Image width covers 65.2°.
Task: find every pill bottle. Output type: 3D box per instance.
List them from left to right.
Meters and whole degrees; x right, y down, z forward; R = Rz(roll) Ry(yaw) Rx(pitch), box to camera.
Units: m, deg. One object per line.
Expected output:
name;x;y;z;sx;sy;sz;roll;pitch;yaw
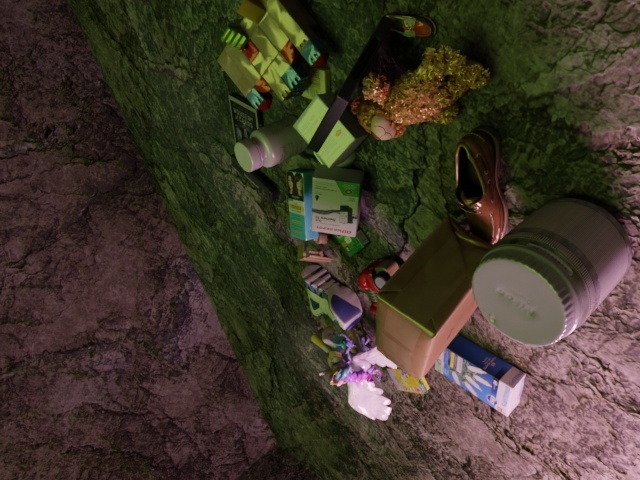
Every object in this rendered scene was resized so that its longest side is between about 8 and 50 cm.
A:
pill bottle;-0.163;-0.317;1.657;0.131;0.229;0.131;37;144;33

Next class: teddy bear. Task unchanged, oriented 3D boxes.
teddy bear;0.211;-0.316;1.123;0.337;0.245;0.113;-14;76;34

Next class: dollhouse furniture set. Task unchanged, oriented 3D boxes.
dollhouse furniture set;0.000;0.000;1.913;0.144;0.123;0.152;-15;70;59

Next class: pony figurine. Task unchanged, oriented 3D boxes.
pony figurine;0.138;0.461;1.857;0.363;0.350;0.303;-113;45;-72

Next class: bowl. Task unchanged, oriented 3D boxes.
bowl;0.035;-0.278;1.578;0.142;0.053;0.142;54;149;6

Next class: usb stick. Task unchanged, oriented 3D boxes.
usb stick;-0.275;-0.262;2.061;0.278;0.045;0.077;43;146;24

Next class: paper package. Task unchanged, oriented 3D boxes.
paper package;0.292;0.155;1.293;0.168;0.309;0.325;35;157;24

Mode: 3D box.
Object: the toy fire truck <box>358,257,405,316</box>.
toy fire truck;0.197;0.168;1.684;0.246;0.158;0.217;-7;113;47

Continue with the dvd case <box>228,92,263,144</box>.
dvd case;-0.279;-0.428;1.930;0.179;0.029;0.239;35;144;34

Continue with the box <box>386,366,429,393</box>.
box;0.334;0.517;1.881;0.105;0.043;0.179;62;152;-6

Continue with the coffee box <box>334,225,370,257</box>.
coffee box;0.087;-0.040;1.732;0.184;0.040;0.113;55;149;5

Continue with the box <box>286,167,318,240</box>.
box;-0.063;-0.130;1.791;0.100;0.060;0.245;17;116;49

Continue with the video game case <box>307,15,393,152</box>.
video game case;0.066;-0.370;1.221;0.035;0.248;0.275;30;161;-6

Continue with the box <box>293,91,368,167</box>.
box;0.030;-0.322;1.456;0.170;0.091;0.130;50;127;5

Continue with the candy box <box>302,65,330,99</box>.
candy box;-0.048;-0.492;1.527;0.205;0.027;0.105;32;139;37

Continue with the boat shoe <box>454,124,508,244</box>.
boat shoe;0.366;-0.110;1.186;0.110;0.104;0.308;15;130;48

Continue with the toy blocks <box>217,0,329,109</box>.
toy blocks;-0.125;-0.527;1.448;0.261;0.190;0.381;52;131;0

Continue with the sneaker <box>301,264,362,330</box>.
sneaker;0.045;0.251;2.002;0.315;0.127;0.182;44;152;35

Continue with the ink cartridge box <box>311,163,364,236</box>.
ink cartridge box;0.052;-0.123;1.584;0.152;0.087;0.209;8;129;8

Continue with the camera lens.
camera lens;0.469;0.056;1.015;0.219;0.274;0.220;36;143;33

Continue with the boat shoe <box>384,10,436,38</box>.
boat shoe;0.200;-0.491;1.143;0.137;0.043;0.049;35;141;32

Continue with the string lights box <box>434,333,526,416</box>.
string lights box;0.477;0.396;1.518;0.259;0.076;0.134;29;138;40
